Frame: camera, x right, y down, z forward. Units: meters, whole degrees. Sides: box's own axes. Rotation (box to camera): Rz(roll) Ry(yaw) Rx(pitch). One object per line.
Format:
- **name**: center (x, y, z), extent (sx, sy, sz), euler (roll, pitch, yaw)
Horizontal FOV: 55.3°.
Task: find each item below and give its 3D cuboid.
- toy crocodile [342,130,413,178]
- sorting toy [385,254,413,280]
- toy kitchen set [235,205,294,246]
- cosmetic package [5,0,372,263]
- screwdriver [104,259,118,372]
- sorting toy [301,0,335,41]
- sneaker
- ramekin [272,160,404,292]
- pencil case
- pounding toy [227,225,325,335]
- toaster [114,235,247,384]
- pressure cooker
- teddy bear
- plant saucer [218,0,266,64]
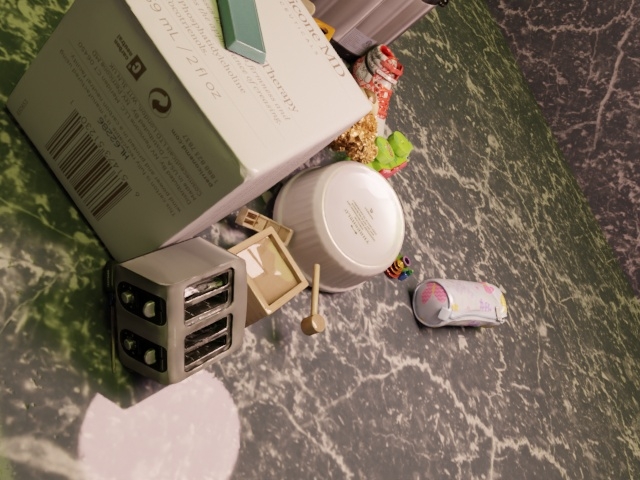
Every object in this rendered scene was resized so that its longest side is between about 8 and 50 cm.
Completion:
- **toy crocodile**: center (0.150, -0.190, 1.503), extent (0.105, 0.115, 0.340), euler (59, 29, 0)
- **sorting toy**: center (0.194, 0.061, 1.457), extent (0.102, 0.042, 0.061), euler (-22, 83, -52)
- **toy kitchen set**: center (-0.110, -0.010, 1.135), extent (0.083, 0.068, 0.075), euler (26, 1, 24)
- **cosmetic package**: center (-0.194, -0.216, 0.989), extent (0.329, 0.327, 0.393), euler (55, 37, -4)
- **screwdriver**: center (-0.308, 0.109, 0.897), extent (0.025, 0.024, 0.170), euler (2, 67, -14)
- **sorting toy**: center (-0.129, -0.555, 1.449), extent (0.347, 0.047, 0.196), euler (36, 47, 3)
- **sneaker**: center (0.157, -0.402, 1.645), extent (0.090, 0.145, 0.270), euler (17, 54, -41)
- **ramekin**: center (0.051, -0.036, 1.229), extent (0.272, 0.127, 0.273), euler (12, 70, -35)
- **pencil case**: center (0.344, 0.159, 1.497), extent (0.273, 0.113, 0.124), euler (10, 37, -43)
- **pounding toy**: center (-0.081, 0.090, 1.093), extent (0.206, 0.094, 0.181), euler (58, 38, -1)
- **toaster**: center (-0.197, 0.097, 0.892), extent (0.185, 0.110, 0.168), euler (-23, 127, -49)
- **pressure cooker**: center (0.167, -0.742, 1.665), extent (0.375, 0.420, 0.370), euler (55, 39, -3)
- **teddy bear**: center (0.051, -0.267, 1.278), extent (0.338, 0.113, 0.245), euler (75, -4, -85)
- **plant saucer**: center (-0.118, -0.342, 0.879), extent (0.067, 0.018, 0.192), euler (11, 58, -43)
